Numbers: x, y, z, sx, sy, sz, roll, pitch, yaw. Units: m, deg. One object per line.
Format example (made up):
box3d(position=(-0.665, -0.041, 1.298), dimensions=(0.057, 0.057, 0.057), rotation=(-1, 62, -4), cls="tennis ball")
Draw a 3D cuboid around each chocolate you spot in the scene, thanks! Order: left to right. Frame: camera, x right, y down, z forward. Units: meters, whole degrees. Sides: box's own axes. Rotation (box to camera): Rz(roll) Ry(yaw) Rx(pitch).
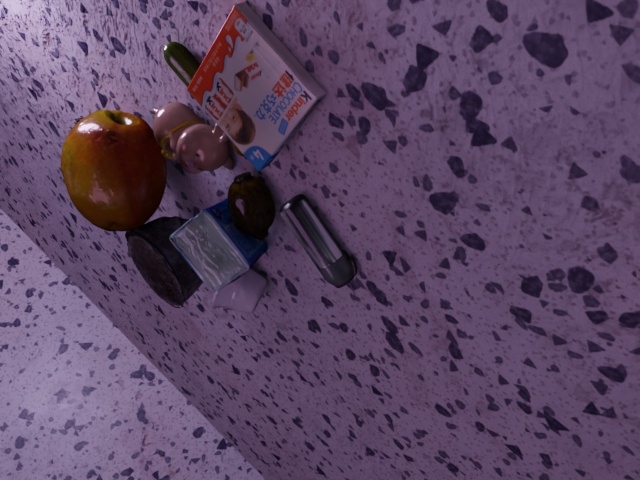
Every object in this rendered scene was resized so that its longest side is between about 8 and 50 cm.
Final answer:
box3d(position=(-0.463, 0.046, 2.056), dimensions=(0.303, 0.213, 0.303), rotation=(33, 145, 27), cls="chocolate")

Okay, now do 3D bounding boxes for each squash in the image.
box3d(position=(-0.302, -0.393, 1.546), dimensions=(0.229, 0.066, 0.066), rotation=(51, 148, -1), cls="squash")

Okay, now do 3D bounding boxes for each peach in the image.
box3d(position=(-0.615, -0.199, 1.892), dimensions=(0.372, 0.290, 0.373), rotation=(12, 113, 31), cls="peach")

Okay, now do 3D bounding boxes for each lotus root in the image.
box3d(position=(-0.181, -0.084, 1.664), dimensions=(0.120, 0.120, 0.209), rotation=(19, 135, 39), cls="lotus root")

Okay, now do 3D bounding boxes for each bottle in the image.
box3d(position=(0.000, 0.000, 1.579), dimensions=(0.096, 0.079, 0.254), rotation=(-30, 99, 19), cls="bottle")

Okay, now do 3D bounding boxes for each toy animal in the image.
box3d(position=(-0.353, -0.270, 1.667), dimensions=(0.248, 0.149, 0.165), rotation=(31, 161, 15), cls="toy animal")

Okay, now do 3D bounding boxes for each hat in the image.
box3d(position=(-0.242, 0.151, 1.960), dimensions=(0.126, 0.203, 0.203), rotation=(26, 145, 3), cls="hat")

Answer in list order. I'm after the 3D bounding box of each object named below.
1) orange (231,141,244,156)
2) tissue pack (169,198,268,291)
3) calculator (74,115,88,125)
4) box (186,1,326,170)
box3d(position=(-0.179, -0.243, 1.540), dimensions=(0.085, 0.085, 0.085), rotation=(31, 144, 27), cls="orange")
box3d(position=(-0.270, 0.008, 1.730), dimensions=(0.198, 0.146, 0.263), rotation=(52, -168, -5), cls="tissue pack")
box3d(position=(-0.766, -0.356, 2.184), dimensions=(0.274, 0.028, 0.166), rotation=(6, 128, 48), cls="calculator")
box3d(position=(-0.151, -0.330, 1.394), dimensions=(0.265, 0.048, 0.273), rotation=(48, 134, 2), cls="box")
